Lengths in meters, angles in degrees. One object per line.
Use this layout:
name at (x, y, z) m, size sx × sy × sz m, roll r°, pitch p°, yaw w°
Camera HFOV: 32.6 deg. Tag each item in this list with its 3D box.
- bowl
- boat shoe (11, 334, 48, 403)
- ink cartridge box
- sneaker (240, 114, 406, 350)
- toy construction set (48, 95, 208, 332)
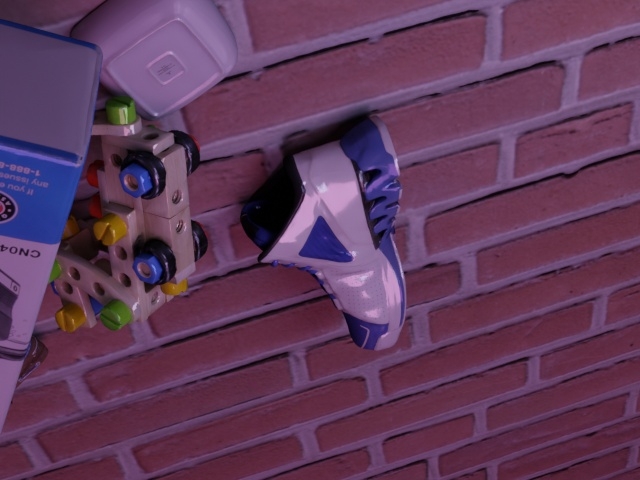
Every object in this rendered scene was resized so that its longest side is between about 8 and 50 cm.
bowl at (-0.159, -0.186, 1.096) m, size 0.142 × 0.053 × 0.142 m, roll -32°, pitch 139°, yaw 8°
boat shoe at (-0.412, 0.184, 1.360) m, size 0.183 × 0.066 × 0.066 m, roll -38°, pitch 138°, yaw 16°
ink cartridge box at (-0.379, -0.009, 0.956) m, size 0.285 × 0.166 × 0.395 m, roll 13°, pitch 133°, yaw -17°
sneaker at (0.000, -0.001, 1.324) m, size 0.182 × 0.127 × 0.315 m, roll -12°, pitch 131°, yaw -7°
toy construction set at (-0.233, -0.039, 1.142) m, size 0.151 × 0.215 × 0.328 m, roll -53°, pitch 146°, yaw -35°
